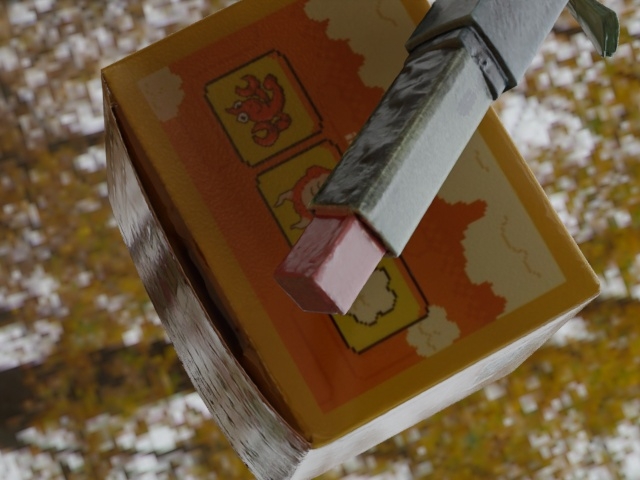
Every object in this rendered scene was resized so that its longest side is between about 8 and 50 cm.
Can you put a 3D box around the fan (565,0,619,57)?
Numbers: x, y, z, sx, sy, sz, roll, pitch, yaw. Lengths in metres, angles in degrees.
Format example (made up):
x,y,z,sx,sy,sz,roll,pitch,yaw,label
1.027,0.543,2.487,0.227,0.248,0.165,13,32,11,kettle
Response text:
x,y,z,sx,sy,sz,roll,pitch,yaw,label
0.174,-0.193,1.359,0.193,0.016,0.038,-118,-160,-50,fan

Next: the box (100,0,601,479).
x,y,z,sx,sy,sz,roll,pitch,yaw,label
0.000,0.000,1.175,0.259,0.214,0.283,59,-12,9,box

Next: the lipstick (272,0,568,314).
x,y,z,sx,sy,sz,roll,pitch,yaw,label
0.052,-0.059,0.932,0.051,0.312,0.051,-17,-63,38,lipstick
